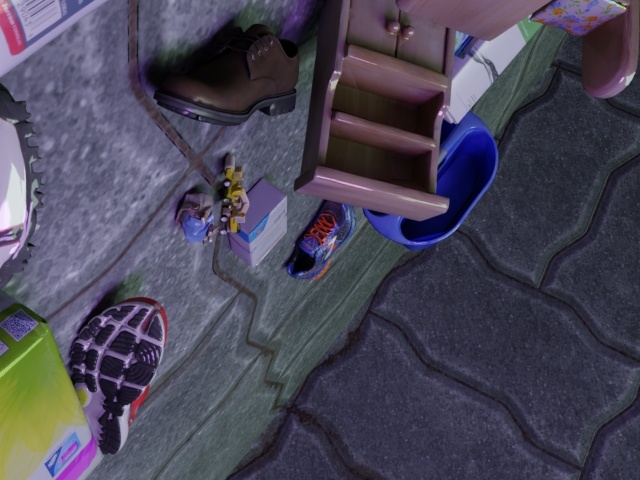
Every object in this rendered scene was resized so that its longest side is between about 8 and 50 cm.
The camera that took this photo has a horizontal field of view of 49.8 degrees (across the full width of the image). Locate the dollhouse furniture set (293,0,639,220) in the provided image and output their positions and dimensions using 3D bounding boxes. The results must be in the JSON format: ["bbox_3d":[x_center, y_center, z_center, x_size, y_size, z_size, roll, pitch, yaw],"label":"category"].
[{"bbox_3d":[0.133,-0.193,0.670,0.394,0.362,0.257,158,-59,-65],"label":"dollhouse furniture set"}]

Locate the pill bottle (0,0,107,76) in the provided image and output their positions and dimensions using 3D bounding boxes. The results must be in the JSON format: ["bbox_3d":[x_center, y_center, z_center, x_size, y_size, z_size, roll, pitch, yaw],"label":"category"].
[{"bbox_3d":[-0.149,-0.180,0.381,0.180,0.108,0.108,-48,165,-26],"label":"pill bottle"}]

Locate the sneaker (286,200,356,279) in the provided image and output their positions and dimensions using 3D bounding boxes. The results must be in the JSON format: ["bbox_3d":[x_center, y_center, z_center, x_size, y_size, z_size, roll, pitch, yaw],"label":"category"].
[{"bbox_3d":[0.000,0.000,1.408,0.087,0.083,0.221,-19,140,-55],"label":"sneaker"}]

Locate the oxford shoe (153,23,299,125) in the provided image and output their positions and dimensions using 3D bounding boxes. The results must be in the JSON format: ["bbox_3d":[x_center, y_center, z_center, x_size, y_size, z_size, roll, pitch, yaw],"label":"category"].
[{"bbox_3d":[-0.090,-0.173,0.698,0.227,0.082,0.096,-41,150,-60],"label":"oxford shoe"}]

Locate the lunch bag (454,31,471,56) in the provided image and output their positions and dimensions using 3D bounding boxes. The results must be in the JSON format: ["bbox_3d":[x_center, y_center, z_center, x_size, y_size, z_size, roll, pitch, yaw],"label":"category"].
[{"bbox_3d":[0.162,-0.334,1.019,0.151,0.129,0.096,-45,164,-28],"label":"lunch bag"}]

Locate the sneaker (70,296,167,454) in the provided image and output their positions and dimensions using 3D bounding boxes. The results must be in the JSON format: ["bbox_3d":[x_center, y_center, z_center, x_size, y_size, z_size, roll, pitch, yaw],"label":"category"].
[{"bbox_3d":[-0.265,0.161,0.916,0.279,0.107,0.118,-60,-176,35],"label":"sneaker"}]

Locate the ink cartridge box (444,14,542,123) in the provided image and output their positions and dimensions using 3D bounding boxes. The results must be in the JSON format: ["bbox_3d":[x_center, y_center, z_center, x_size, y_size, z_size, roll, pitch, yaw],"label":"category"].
[{"bbox_3d":[0.223,-0.324,1.114,0.219,0.160,0.092,-50,142,4],"label":"ink cartridge box"}]

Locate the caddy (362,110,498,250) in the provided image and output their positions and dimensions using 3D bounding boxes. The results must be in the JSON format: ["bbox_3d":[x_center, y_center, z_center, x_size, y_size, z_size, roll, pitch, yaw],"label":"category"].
[{"bbox_3d":[0.235,-0.138,1.522,0.341,0.241,0.179,-52,171,-9],"label":"caddy"}]

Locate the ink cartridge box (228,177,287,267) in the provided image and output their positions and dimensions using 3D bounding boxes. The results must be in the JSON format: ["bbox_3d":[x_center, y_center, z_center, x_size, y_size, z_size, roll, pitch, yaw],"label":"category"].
[{"bbox_3d":[-0.097,-0.025,1.065,0.088,0.052,0.122,-48,164,-21],"label":"ink cartridge box"}]

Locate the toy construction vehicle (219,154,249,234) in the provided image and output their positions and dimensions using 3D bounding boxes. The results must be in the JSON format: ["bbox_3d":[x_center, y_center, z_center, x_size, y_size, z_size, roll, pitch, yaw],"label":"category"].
[{"bbox_3d":[-0.111,-0.056,0.900,0.098,0.035,0.086,102,-11,-45],"label":"toy construction vehicle"}]

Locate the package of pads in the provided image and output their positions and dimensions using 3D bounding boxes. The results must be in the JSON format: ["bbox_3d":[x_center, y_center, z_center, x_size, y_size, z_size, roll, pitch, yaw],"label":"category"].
[{"bbox_3d":[-0.340,0.209,0.647,0.229,0.101,0.297,-46,155,-34],"label":"package of pads"}]

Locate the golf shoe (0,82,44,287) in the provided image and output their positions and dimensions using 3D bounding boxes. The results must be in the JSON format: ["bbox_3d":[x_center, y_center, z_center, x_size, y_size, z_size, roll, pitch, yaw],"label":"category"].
[{"bbox_3d":[-0.277,0.015,0.451,0.273,0.105,0.120,-59,159,16],"label":"golf shoe"}]

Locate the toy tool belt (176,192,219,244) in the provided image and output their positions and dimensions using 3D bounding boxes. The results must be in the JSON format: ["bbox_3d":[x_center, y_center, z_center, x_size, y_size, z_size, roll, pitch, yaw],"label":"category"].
[{"bbox_3d":[-0.155,-0.018,0.871,0.052,0.051,0.083,-7,144,-19],"label":"toy tool belt"}]
